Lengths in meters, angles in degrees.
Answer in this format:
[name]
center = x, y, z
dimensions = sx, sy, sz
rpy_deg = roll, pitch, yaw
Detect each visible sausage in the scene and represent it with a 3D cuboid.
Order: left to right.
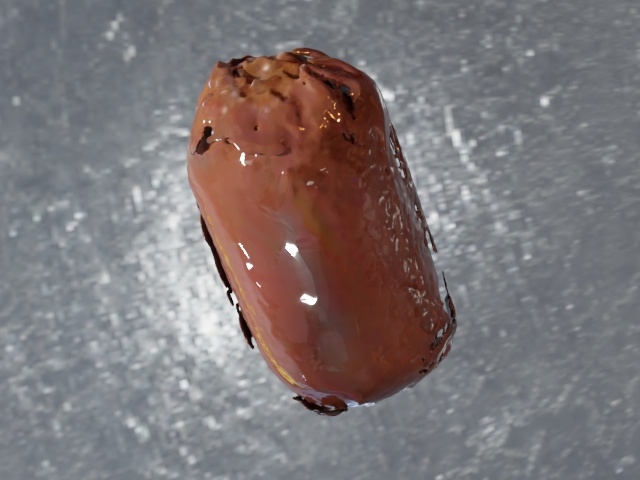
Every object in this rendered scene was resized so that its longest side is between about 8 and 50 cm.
[sausage]
center = 0.000, 0.000, 0.571
dimensions = 0.076, 0.076, 0.141
rpy_deg = 6, 128, 36
